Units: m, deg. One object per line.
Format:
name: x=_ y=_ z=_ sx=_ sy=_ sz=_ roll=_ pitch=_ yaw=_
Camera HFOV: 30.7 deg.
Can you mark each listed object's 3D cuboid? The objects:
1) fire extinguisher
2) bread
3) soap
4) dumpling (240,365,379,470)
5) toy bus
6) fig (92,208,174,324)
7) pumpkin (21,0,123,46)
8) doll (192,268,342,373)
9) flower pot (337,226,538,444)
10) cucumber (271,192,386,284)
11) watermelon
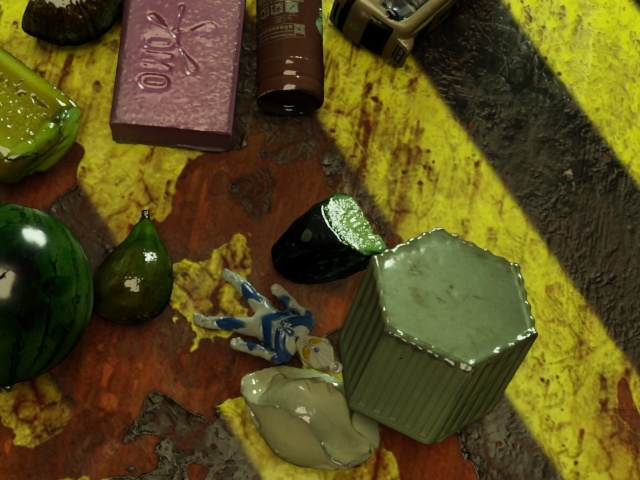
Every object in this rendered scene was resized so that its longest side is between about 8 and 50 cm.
fire extinguisher: x=-0.032 y=-0.366 z=1.741 sx=0.138 sy=0.102 sz=0.344 roll=-11 pitch=71 yaw=32
bread: x=-0.523 y=-0.224 z=1.673 sx=0.383 sy=0.112 sz=0.166 roll=37 pitch=59 yaw=7
soap: x=-0.208 y=-0.267 z=1.723 sx=0.181 sy=0.081 sz=0.259 roll=6 pitch=73 yaw=-2
dumpling: x=-0.009 y=0.230 z=1.583 sx=0.155 sy=0.111 sz=0.181 roll=-31 pitch=86 yaw=-44
toy bus: x=0.155 y=-0.402 z=1.758 sx=0.157 sy=0.139 sz=0.289 roll=45 pitch=73 yaw=5
fig: x=-0.252 y=0.037 z=1.629 sx=0.117 sy=0.117 sz=0.177 roll=14 pitch=51 yaw=1
pumpkin: x=-0.347 y=-0.359 z=1.724 sx=0.108 sy=0.119 sz=0.183 roll=32 pitch=81 yaw=6
doll: x=-0.060 y=0.119 z=1.609 sx=0.227 sy=0.057 sz=0.114 roll=27 pitch=68 yaw=21
flower pot: x=0.151 y=0.127 z=1.539 sx=0.239 sy=0.189 sz=0.209 roll=-21 pitch=59 yaw=-32
cucumber: x=0.000 y=0.000 z=1.602 sx=0.086 sy=0.193 sz=0.115 roll=-5 pitch=77 yaw=-33
watermelon: x=-0.416 y=0.071 z=1.530 sx=0.242 sy=0.242 sz=0.242 roll=1 pitch=73 yaw=-3
